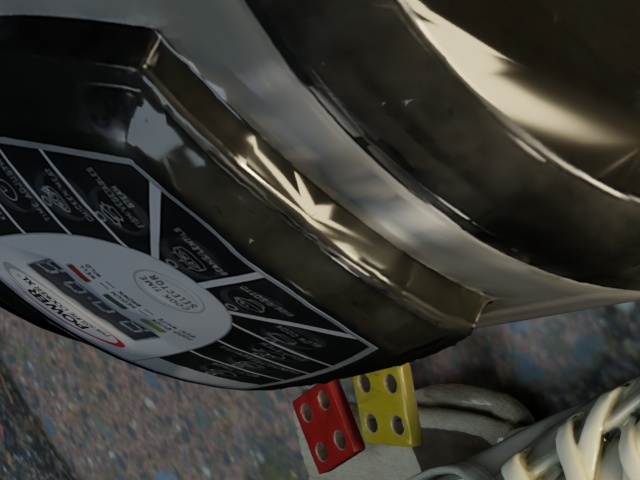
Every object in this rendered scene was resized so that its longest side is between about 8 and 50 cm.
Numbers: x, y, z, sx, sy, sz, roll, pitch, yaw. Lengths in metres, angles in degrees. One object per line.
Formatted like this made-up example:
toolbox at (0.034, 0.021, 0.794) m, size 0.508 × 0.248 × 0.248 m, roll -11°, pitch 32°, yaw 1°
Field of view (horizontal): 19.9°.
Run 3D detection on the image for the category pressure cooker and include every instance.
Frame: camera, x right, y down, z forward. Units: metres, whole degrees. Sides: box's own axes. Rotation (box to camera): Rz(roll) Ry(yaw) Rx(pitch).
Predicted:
pressure cooker at (-0.001, -0.131, 0.729) m, size 0.420 × 0.376 × 0.369 m, roll -13°, pitch 87°, yaw 52°

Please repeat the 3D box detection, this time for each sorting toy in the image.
sorting toy at (0.000, 0.000, 1.048) m, size 0.132 × 0.046 × 0.274 m, roll -45°, pitch 63°, yaw 52°

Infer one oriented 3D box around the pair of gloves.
pair of gloves at (0.096, 0.187, 1.076) m, size 0.204 × 0.042 × 0.240 m, roll -3°, pitch 115°, yaw 45°

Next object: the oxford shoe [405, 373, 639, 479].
oxford shoe at (0.156, 0.126, 0.830) m, size 0.449 × 0.130 × 0.169 m, roll -35°, pitch 44°, yaw 45°
